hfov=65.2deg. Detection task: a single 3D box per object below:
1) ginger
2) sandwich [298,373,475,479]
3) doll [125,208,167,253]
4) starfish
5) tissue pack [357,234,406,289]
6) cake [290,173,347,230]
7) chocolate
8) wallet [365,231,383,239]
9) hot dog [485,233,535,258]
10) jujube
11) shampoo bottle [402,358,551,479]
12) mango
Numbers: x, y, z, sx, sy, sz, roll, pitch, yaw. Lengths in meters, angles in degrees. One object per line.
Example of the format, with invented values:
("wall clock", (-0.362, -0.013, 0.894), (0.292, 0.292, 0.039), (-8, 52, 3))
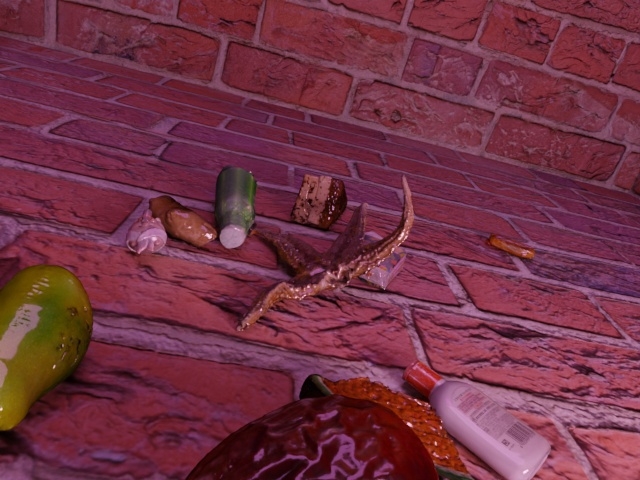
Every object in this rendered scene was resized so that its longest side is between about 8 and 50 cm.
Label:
("ginger", (-0.295, -0.042, 1.043), (0.190, 0.069, 0.095), (29, 14, 30))
("sandwich", (0.075, 0.252, 0.637), (0.235, 0.079, 0.159), (24, 14, 9))
("doll", (-0.330, -0.017, 0.952), (0.073, 0.084, 0.127), (4, 18, -21))
("starfish", (0.007, 0.009, 1.000), (0.398, 0.132, 0.384), (-28, 28, -3))
("tissue pack", (0.124, 0.045, 1.130), (0.108, 0.060, 0.148), (22, 23, 18))
("cake", (0.018, -0.131, 1.362), (0.112, 0.135, 0.246), (19, 23, 10))
("chocolate", (-0.197, -0.073, 1.151), (0.110, 0.110, 0.291), (10, 27, -13))
("wallet", (0.150, -0.001, 1.308), (0.044, 0.011, 0.083), (-5, 31, -38))
("hot dog", (0.565, 0.019, 1.492), (0.144, 0.038, 0.062), (21, 27, 17))
("jujube", (-0.004, 0.241, 0.463), (0.243, 0.183, 0.183), (-5, 31, -34))
("shampoo bottle", (0.218, 0.255, 0.736), (0.108, 0.051, 0.221), (-12, 35, -45))
("mango", (-0.343, 0.124, 0.594), (0.125, 0.111, 0.233), (21, 30, -24))
